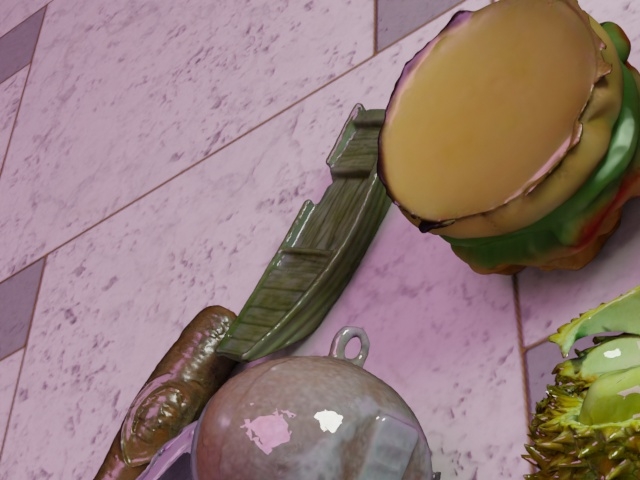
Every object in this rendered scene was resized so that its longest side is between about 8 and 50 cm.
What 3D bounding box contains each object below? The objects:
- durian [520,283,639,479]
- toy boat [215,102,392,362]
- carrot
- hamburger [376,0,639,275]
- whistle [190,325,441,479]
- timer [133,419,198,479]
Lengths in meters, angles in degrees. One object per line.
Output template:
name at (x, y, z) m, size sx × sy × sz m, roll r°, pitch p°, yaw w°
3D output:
durian at (0.217, 0.121, 0.898) m, size 0.200 × 0.177 × 0.237 m, roll -12°, pitch 19°, yaw 5°
toy boat at (0.000, 0.000, 1.411) m, size 0.093 × 0.055 × 0.293 m, roll 4°, pitch 57°, yaw 50°
carrot at (-0.172, 0.208, 1.382) m, size 0.070 × 0.070 × 0.342 m, roll 11°, pitch 65°, yaw 54°
hamburger at (0.172, -0.078, 1.209) m, size 0.237 × 0.149 × 0.237 m, roll -27°, pitch 46°, yaw 31°
whistle at (-0.032, 0.226, 1.110) m, size 0.189 × 0.189 × 0.348 m, roll 1°, pitch 68°, yaw 50°
timer at (-0.115, 0.250, 1.265) m, size 0.208 × 0.069 × 0.191 m, roll -49°, pitch 29°, yaw 0°
